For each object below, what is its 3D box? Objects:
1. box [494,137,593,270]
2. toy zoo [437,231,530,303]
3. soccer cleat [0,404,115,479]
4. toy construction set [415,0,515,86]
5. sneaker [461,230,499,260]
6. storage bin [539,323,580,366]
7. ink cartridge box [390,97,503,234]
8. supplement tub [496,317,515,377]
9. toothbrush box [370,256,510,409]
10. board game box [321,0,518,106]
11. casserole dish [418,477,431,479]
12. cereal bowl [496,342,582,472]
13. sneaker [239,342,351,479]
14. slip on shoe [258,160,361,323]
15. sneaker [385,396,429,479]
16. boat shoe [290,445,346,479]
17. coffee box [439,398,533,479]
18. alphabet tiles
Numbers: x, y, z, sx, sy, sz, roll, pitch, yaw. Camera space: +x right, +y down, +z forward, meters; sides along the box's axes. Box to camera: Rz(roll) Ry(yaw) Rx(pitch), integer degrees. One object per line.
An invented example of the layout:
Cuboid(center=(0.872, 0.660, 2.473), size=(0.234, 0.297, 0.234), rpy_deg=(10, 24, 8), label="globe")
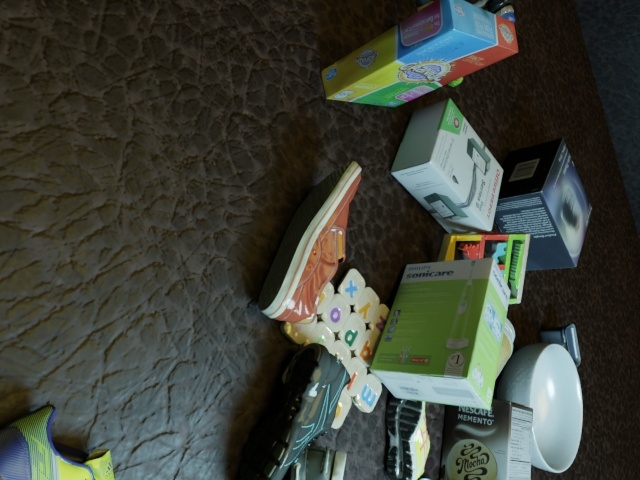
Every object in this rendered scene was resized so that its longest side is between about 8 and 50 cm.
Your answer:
Cuboid(center=(0.703, -0.111, 1.415), size=(0.294, 0.183, 0.296), rpy_deg=(54, 53, -23), label="box")
Cuboid(center=(0.398, 0.076, 1.134), size=(0.294, 0.030, 0.192), rpy_deg=(-1, 101, -21), label="toy zoo")
Cuboid(center=(-0.280, 0.325, 0.535), size=(0.121, 0.093, 0.289), rpy_deg=(-46, 113, -44), label="soccer cleat")
Cuboid(center=(0.313, -0.575, 1.175), size=(0.257, 0.237, 0.309), rpy_deg=(-42, 95, -6), label="toy construction set")
Cuboid(center=(0.481, 0.068, 1.254), size=(0.118, 0.083, 0.222), rpy_deg=(-47, 115, -40), label="sneaker")
Cuboid(center=(0.779, 0.346, 1.464), size=(0.098, 0.091, 0.135), rpy_deg=(-10, 88, -42), label="storage bin")
Cuboid(center=(0.333, -0.176, 1.136), size=(0.289, 0.122, 0.211), rpy_deg=(38, 60, -31), label="ink cartridge box")
Cuboid(center=(0.375, 0.268, 1.084), size=(0.200, 0.144, 0.144), rpy_deg=(-34, 105, -40), label="supplement tub")
Cuboid(center=(0.257, 0.183, 0.932), size=(0.122, 0.206, 0.283), rpy_deg=(51, 48, -31), label="toothbrush box")
Cuboid(center=(0.195, -0.367, 0.917), size=(0.242, 0.317, 0.064), rpy_deg=(-10, 89, -41), label="board game box")
Cuboid(center=(0.252, 0.592, 0.933), size=(0.114, 0.188, 0.037), rpy_deg=(-27, 142, -42), label="casserole dish")
Cuboid(center=(0.600, 0.455, 1.254), size=(0.339, 0.141, 0.338), rpy_deg=(9, 77, -40), label="cereal bowl")
Cuboid(center=(-0.032, 0.308, 0.733), size=(0.106, 0.101, 0.267), rpy_deg=(42, 69, -29), label="sneaker")
Cuboid(center=(0.000, 0.000, 0.812), size=(0.101, 0.123, 0.331), rpy_deg=(33, 68, -23), label="slip on shoe")
Cuboid(center=(0.194, 0.408, 0.956), size=(0.094, 0.082, 0.208), rpy_deg=(19, 77, -46), label="sneaker")
Cuboid(center=(-0.042, 0.501, 0.734), size=(0.099, 0.116, 0.319), rpy_deg=(16, 75, 6), label="boat shoe")
Cuboid(center=(0.380, 0.520, 1.033), size=(0.119, 0.168, 0.297), rpy_deg=(25, 66, -36), label="coffee box")
Cuboid(center=(0.044, 0.207, 0.886), size=(0.284, 0.021, 0.278), rpy_deg=(50, 54, -24), label="alphabet tiles")
